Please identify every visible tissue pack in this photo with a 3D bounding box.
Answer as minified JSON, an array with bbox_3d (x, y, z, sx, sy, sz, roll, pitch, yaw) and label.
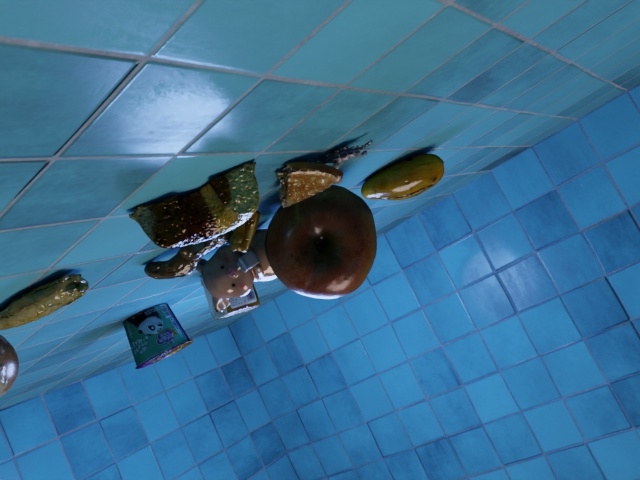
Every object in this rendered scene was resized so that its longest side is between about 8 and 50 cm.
[{"bbox_3d":[-0.345,0.196,2.384,0.092,0.183,0.226,-26,172,29],"label":"tissue pack"}]

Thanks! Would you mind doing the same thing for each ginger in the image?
[{"bbox_3d":[-0.370,0.045,1.743,0.290,0.084,0.122,-29,178,21],"label":"ginger"}]

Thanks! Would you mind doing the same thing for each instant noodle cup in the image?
[{"bbox_3d":[-0.666,0.378,2.498,0.251,0.190,0.251,-27,172,-4],"label":"instant noodle cup"}]

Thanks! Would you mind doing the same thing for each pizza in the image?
[{"bbox_3d":[-0.051,-0.146,1.589,0.185,0.052,0.195,8,150,-34],"label":"pizza"}]

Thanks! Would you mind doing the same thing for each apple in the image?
[{"bbox_3d":[0.000,0.000,1.826,0.338,0.339,0.305,-26,-173,-1],"label":"apple"}]

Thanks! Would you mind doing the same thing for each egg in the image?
[{"bbox_3d":[-0.861,0.313,1.542,0.194,0.195,0.233,-28,160,12],"label":"egg"}]

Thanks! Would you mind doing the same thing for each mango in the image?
[{"bbox_3d":[0.285,-0.203,2.099,0.294,0.120,0.177,-25,169,-7],"label":"mango"}]

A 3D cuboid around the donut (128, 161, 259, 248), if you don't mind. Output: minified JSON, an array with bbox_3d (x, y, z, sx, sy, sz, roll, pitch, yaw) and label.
[{"bbox_3d":[-0.263,-0.056,1.381,0.295,0.112,0.151,-23,169,-15],"label":"donut"}]

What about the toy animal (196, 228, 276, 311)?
[{"bbox_3d":[-0.244,0.086,1.980,0.256,0.195,0.213,-25,178,-31],"label":"toy animal"}]

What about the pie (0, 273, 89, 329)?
[{"bbox_3d":[-0.703,0.162,1.523,0.282,0.068,0.128,-24,171,14],"label":"pie"}]

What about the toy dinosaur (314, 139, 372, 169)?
[{"bbox_3d":[0.039,-0.210,1.595,0.208,0.039,0.082,-27,172,13],"label":"toy dinosaur"}]

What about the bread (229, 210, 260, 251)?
[{"bbox_3d":[-0.209,-0.029,1.708,0.074,0.053,0.132,-50,161,-85],"label":"bread"}]
